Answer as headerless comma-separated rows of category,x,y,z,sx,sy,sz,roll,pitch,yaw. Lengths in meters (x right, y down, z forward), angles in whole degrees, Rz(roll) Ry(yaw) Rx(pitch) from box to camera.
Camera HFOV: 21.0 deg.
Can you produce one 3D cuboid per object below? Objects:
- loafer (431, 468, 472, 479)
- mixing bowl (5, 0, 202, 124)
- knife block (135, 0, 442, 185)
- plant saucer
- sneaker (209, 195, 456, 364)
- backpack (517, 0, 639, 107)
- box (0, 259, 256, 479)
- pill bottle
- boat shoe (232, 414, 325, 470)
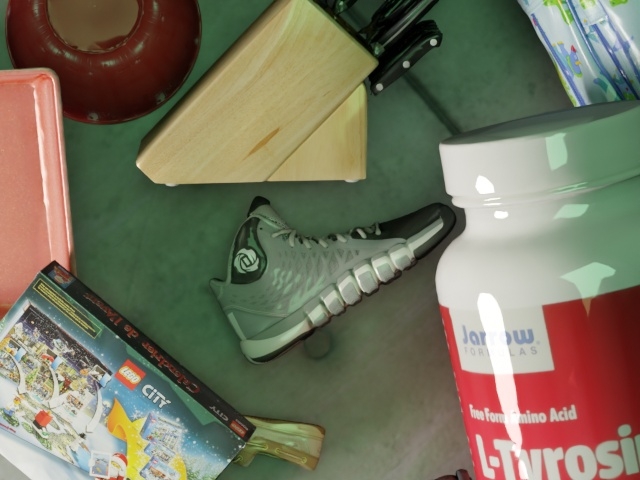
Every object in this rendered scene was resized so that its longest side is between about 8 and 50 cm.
loafer,0.116,0.356,1.509,0.095,0.109,0.303,-10,88,1
mixing bowl,-0.198,-0.199,1.545,0.181,0.098,0.182,0,86,-2
knife block,-0.027,-0.176,1.516,0.275,0.088,0.242,-2,106,-2
plant saucer,-0.346,-0.029,1.500,0.258,0.048,0.259,-4,116,-5
sneaker,0.000,0.000,1.544,0.228,0.086,0.132,-34,85,-4
backpack,0.343,-0.173,1.509,0.290,0.273,0.356,-21,99,-11
box,-0.195,0.152,1.511,0.233,0.044,0.159,40,106,-1
pill bottle,0.224,0.100,1.429,0.229,0.229,0.408,-13,97,-3
boat shoe,-0.064,0.180,1.541,0.135,0.050,0.045,6,79,-2
